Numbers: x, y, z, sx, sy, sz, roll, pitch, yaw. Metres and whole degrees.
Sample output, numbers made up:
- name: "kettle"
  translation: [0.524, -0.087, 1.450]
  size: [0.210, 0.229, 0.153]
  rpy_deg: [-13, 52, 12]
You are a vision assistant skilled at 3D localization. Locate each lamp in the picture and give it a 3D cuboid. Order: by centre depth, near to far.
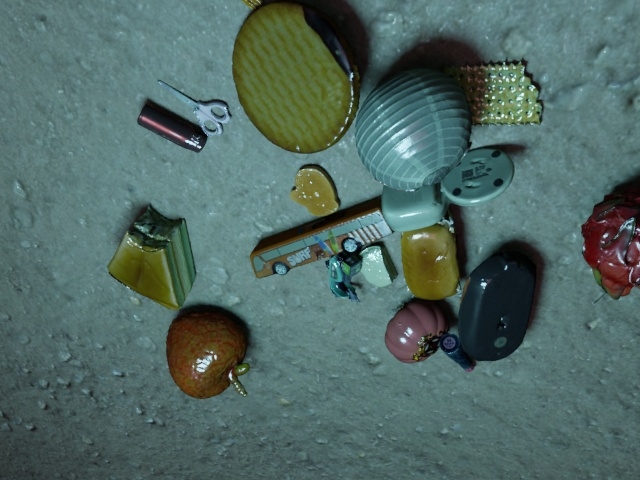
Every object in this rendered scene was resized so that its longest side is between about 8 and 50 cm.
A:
- name: "lamp"
  translation: [0.185, -0.213, 1.234]
  size: [0.233, 0.233, 0.265]
  rpy_deg: [42, 131, -16]
- name: "lamp"
  translation: [0.248, 0.235, 1.611]
  size: [0.182, 0.140, 0.182]
  rpy_deg: [-21, 133, -24]

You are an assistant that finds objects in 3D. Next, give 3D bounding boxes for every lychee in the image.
- name: "lychee"
  translation: [-0.327, 0.343, 1.802]
  size: [0.300, 0.255, 0.255]
  rpy_deg: [39, 135, 28]

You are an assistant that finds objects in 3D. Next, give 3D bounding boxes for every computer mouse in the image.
- name: "computer mouse"
  translation: [0.425, 0.158, 1.502]
  size: [0.182, 0.116, 0.323]
  rpy_deg: [-10, 124, -17]

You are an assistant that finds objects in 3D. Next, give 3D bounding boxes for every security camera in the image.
- name: "security camera"
  translation: [0.277, -0.108, 1.343]
  size: [0.301, 0.157, 0.080]
  rpy_deg: [-14, 135, 25]

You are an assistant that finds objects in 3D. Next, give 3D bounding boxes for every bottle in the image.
- name: "bottle"
  translation: [-0.351, -0.265, 1.465]
  size: [0.164, 0.060, 0.060]
  rpy_deg: [27, 129, -6]

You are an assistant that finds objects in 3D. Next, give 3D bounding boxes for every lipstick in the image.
- name: "lipstick"
  translation: [0.371, 0.310, 1.642]
  size: [0.053, 0.053, 0.234]
  rpy_deg: [-8, 151, 22]

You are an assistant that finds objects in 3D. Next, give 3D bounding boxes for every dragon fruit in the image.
- name: "dragon fruit"
  translation: [0.650, 0.021, 1.274]
  size: [0.233, 0.234, 0.293]
  rpy_deg: [17, 114, 3]

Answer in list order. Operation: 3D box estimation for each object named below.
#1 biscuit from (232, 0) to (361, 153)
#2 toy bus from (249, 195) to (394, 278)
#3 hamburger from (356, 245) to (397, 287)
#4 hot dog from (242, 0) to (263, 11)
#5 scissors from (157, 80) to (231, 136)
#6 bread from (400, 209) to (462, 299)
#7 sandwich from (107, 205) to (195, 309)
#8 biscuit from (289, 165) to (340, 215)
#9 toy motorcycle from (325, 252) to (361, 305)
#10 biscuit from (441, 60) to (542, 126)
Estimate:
- name: "biscuit"
  translation: [-0.056, -0.333, 1.277]
  size: [0.317, 0.040, 0.318]
  rpy_deg: [18, 123, 29]
- name: "toy bus"
  translation: [0.000, 0.000, 1.543]
  size: [0.408, 0.093, 0.092]
  rpy_deg: [-19, 111, 27]
- name: "hamburger"
  translation: [0.138, 0.064, 1.578]
  size: [0.084, 0.054, 0.121]
  rpy_deg: [-9, 120, 27]
- name: "hot dog"
  translation: [-0.152, -0.502, 1.251]
  size: [0.083, 0.021, 0.037]
  rpy_deg: [37, 148, -16]
- name: "scissors"
  translation: [-0.300, -0.320, 1.436]
  size: [0.189, 0.015, 0.100]
  rpy_deg: [33, 131, -8]
- name: "bread"
  translation: [0.265, 0.036, 1.476]
  size: [0.136, 0.107, 0.241]
  rpy_deg: [-3, 130, 16]
- name: "sandwich"
  translation: [-0.423, 0.046, 1.659]
  size: [0.227, 0.155, 0.198]
  rpy_deg: [34, 128, -10]
- name: "biscuit"
  translation: [-0.020, -0.120, 1.500]
  size: [0.118, 0.023, 0.140]
  rpy_deg: [-6, 125, 20]
- name: "toy motorcycle"
  translation: [0.060, 0.100, 1.606]
  size: [0.100, 0.058, 0.173]
  rpy_deg: [37, 145, 32]
- name: "biscuit"
  translation: [0.350, -0.299, 1.259]
  size: [0.203, 0.016, 0.144]
  rpy_deg: [1, 127, 17]
